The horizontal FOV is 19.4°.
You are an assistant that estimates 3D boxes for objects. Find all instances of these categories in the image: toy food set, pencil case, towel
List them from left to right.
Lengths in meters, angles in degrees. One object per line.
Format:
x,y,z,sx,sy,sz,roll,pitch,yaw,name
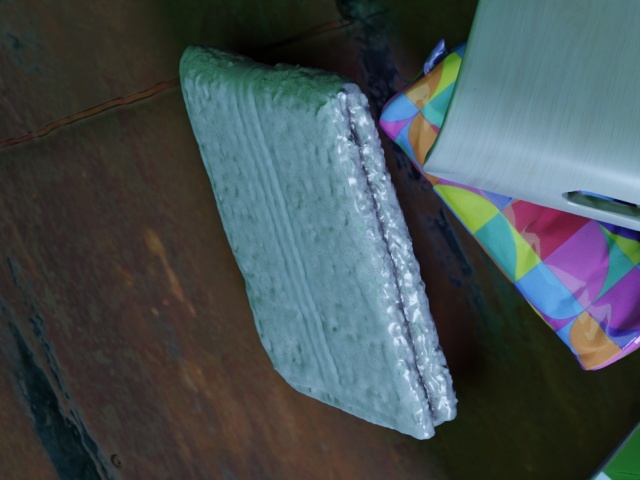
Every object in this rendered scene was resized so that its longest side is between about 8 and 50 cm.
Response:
0.000,0.000,1.309,0.187,0.049,0.282,17,131,50,towel
0.139,-0.030,1.201,0.236,0.104,0.104,52,132,2,pencil case
0.198,-0.154,0.975,0.219,0.092,0.306,15,91,-4,toy food set

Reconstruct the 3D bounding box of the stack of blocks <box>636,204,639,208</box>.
0.292,0.054,1.083,0.297,0.087,0.171,66,167,-9,stack of blocks

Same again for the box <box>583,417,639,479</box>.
0.251,0.277,1.260,0.262,0.127,0.231,43,129,10,box
